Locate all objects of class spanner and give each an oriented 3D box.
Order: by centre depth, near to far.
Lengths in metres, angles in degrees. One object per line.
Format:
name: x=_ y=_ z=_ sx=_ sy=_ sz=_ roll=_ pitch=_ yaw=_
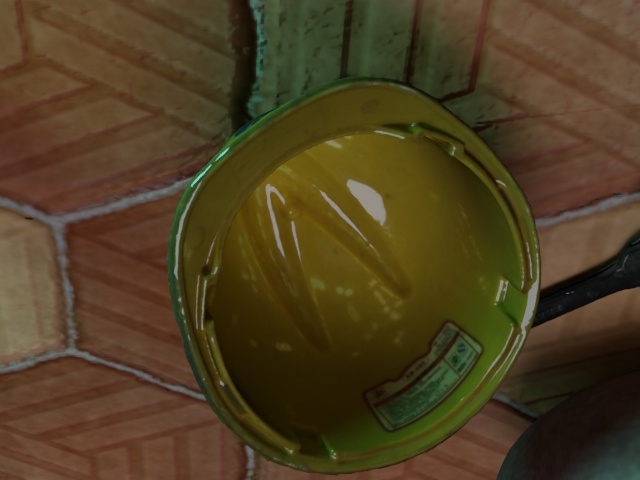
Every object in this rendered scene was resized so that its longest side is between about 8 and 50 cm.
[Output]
spanner: x=0.135 y=0.051 z=1.085 sx=0.254 sy=0.015 sz=0.054 roll=-27 pitch=132 yaw=33

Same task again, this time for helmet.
helmet: x=0.000 y=0.000 z=0.925 sx=0.205 sy=0.140 sz=0.257 roll=-34 pitch=126 yaw=-5

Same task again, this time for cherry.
cherry: x=0.241 y=0.180 z=1.112 sx=0.239 sy=0.206 sz=0.239 roll=-8 pitch=116 yaw=-18
